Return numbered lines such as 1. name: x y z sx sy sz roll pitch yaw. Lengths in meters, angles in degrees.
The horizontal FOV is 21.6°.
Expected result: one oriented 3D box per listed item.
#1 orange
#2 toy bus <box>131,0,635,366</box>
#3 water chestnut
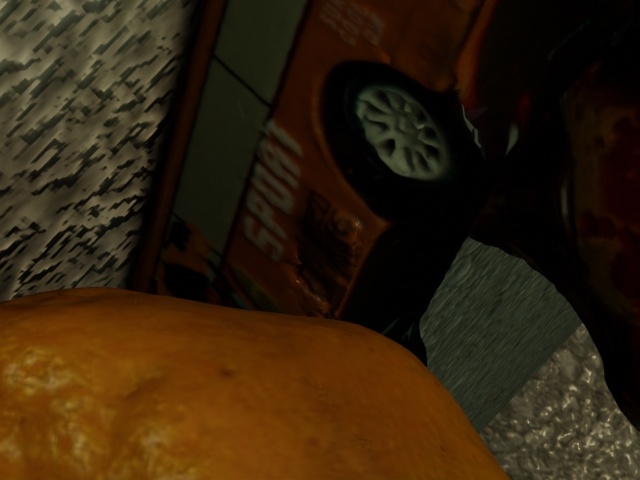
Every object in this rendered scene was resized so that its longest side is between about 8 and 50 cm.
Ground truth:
1. orange: -0.045 0.142 0.451 0.249 0.249 0.183 -48 150 2
2. toy bus: 0.000 0.000 0.542 0.093 0.092 0.409 -42 167 -32
3. water chestnut: 0.211 -0.035 0.787 0.289 0.289 0.244 -41 -166 -27
